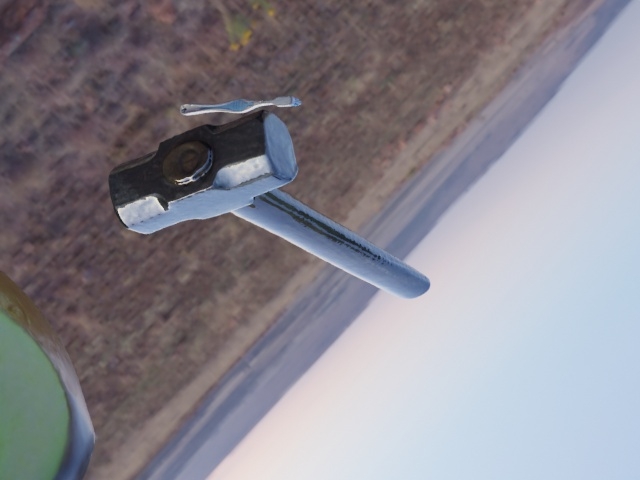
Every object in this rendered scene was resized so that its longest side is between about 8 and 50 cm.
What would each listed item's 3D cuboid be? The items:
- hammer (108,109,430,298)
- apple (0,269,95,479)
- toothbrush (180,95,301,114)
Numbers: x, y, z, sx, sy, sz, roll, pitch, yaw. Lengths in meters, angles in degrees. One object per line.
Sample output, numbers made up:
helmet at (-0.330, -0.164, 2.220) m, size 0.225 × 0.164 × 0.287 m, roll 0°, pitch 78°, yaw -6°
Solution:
hammer at (0.000, 0.000, 0.743) m, size 0.111 × 0.043 × 0.365 m, roll -18°, pitch 158°, yaw 22°
apple at (-0.350, 0.155, 0.725) m, size 0.374 × 0.374 × 0.384 m, roll -47°, pitch -165°, yaw 9°
toothbrush at (-0.082, -0.129, 0.972) m, size 0.162 × 0.014 × 0.017 m, roll 3°, pitch 179°, yaw 41°
